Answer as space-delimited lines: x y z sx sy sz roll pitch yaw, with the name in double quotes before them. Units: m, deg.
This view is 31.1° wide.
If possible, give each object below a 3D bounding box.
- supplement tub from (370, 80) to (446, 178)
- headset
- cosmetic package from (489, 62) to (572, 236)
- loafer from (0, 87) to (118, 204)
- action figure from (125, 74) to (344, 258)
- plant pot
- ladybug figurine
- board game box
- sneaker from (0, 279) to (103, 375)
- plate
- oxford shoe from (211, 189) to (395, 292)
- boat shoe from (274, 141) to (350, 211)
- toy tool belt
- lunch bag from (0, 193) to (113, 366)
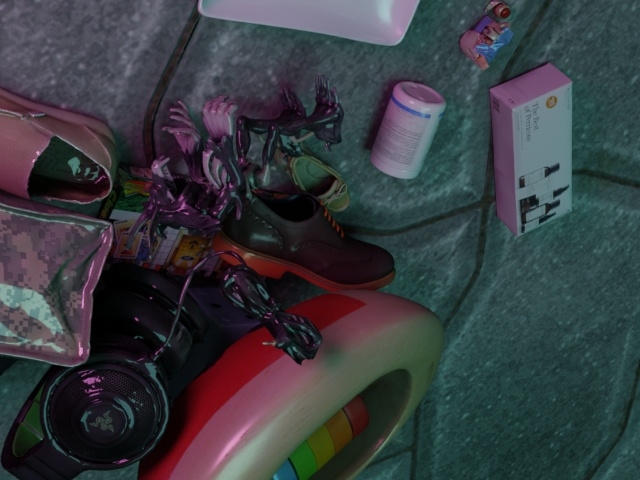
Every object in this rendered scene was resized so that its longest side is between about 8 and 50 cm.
"supplement tub" 0.110 -0.140 1.456 0.071 0.071 0.107 -1 125 -34
"headset" -0.184 0.142 1.231 0.185 0.243 0.394 40 127 -18
"cosmetic package" 0.297 -0.122 1.604 0.099 0.060 0.239 -27 136 -14
"loafer" -0.322 -0.097 1.185 0.268 0.092 0.102 5 122 -37
"action figure" -0.112 -0.095 1.275 0.275 0.164 0.141 -35 113 -30
"plant pot" -0.129 0.184 1.508 0.165 0.166 0.234 -1 116 -33
"ladybug figurine" -0.046 0.207 1.338 0.449 0.162 0.305 -35 149 -29
"board game box" -0.153 -0.014 1.416 0.259 0.030 0.136 8 118 -38
"sneaker" -0.363 0.106 1.354 0.222 0.083 0.118 -24 157 -28
"plate" 0.021 -0.355 1.235 0.277 0.045 0.278 2 124 -34
"oxford shoe" 0.000 0.000 1.444 0.271 0.097 0.098 11 113 -39
"boat shoe" -0.004 -0.075 1.449 0.056 0.048 0.153 -40 137 1
"toy tool belt" 0.219 -0.255 1.446 0.052 0.051 0.083 28 106 -45
"lunch bag" -0.384 0.023 1.120 0.287 0.235 0.169 15 82 -32
